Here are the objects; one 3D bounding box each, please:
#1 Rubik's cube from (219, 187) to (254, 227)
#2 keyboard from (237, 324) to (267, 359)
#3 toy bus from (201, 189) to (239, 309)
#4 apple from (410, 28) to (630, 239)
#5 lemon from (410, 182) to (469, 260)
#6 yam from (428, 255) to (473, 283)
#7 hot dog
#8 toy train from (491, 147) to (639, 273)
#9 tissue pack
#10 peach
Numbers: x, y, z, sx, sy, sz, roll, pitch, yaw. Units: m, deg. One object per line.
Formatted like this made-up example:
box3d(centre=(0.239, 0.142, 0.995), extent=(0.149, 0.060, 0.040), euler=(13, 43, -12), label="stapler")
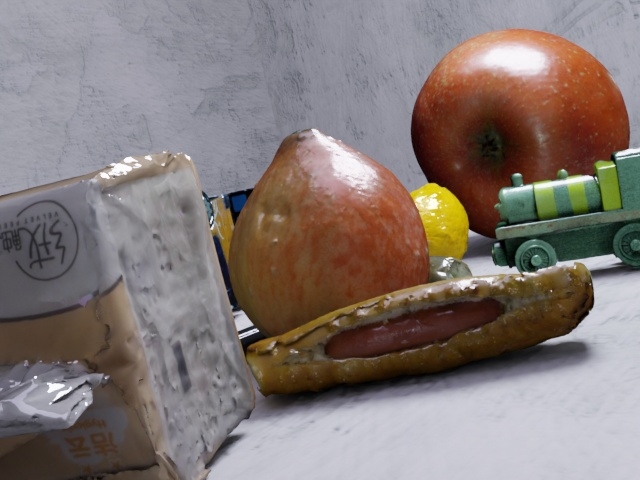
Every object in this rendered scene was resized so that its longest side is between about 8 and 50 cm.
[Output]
box3d(centre=(-0.087, -0.007, 1.306), extent=(0.184, 0.182, 0.187), euler=(-11, 6, 21), label="Rubik's cube")
box3d(centre=(-0.098, 0.121, 0.828), extent=(0.309, 0.018, 0.100), euler=(-17, 8, -43), label="keyboard")
box3d(centre=(-0.222, 0.046, 0.985), extent=(0.161, 0.194, 0.323), euler=(-12, 8, 16), label="toy bus")
box3d(centre=(0.309, -0.166, 1.193), extent=(0.348, 0.349, 0.277), euler=(-9, 13, 39), label="apple")
box3d(centre=(0.152, -0.015, 1.055), extent=(0.114, 0.114, 0.155), euler=(-10, 48, 25), label="lemon")
box3d(centre=(0.057, 0.054, 0.915), extent=(0.317, 0.071, 0.067), euler=(-6, 45, 52), label="yam")
box3d(centre=(0.078, 0.077, 0.610), extent=(0.288, 0.068, 0.083), euler=(-16, -19, 9), label="hot dog")
box3d(centre=(0.291, -0.027, 0.850), extent=(0.200, 0.132, 0.083), euler=(-9, 5, 14), label="toy train")
box3d(centre=(-0.236, 0.081, 0.504), extent=(0.305, 0.239, 0.238), euler=(-10, 5, 18), label="tissue pack")
box3d(centre=(0.000, 0.000, 0.758), extent=(0.232, 0.233, 0.232), euler=(-13, 5, 1), label="peach")
